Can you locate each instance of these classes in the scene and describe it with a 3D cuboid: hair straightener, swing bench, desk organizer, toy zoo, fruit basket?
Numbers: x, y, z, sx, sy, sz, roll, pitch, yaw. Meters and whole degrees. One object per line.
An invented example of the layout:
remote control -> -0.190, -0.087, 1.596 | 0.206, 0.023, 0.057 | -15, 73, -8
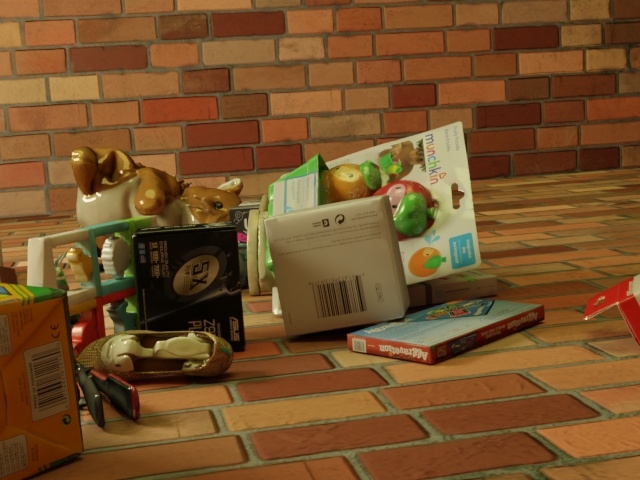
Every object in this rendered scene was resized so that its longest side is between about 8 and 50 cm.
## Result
hair straightener -> -0.289, 0.174, 1.171 | 0.089, 0.047, 0.230 | -9, 13, -27
swing bench -> 0.000, 0.000, 1.888 | 0.253, 0.165, 0.254 | -2, 8, 4
desk organizer -> -0.584, 0.090, 1.693 | 0.130, 0.047, 0.050 | -29, -23, 22
toy zoo -> -0.317, 0.077, 1.372 | 0.030, 0.192, 0.293 | 0, 9, 27
fruit basket -> 0.079, -0.047, 1.651 | 0.353, 0.327, 0.165 | -18, -43, 22

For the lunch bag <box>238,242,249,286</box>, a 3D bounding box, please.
lunch bag -> -0.248, 0.053, 1.878 | 0.176, 0.090, 0.219 | 5, 11, 41

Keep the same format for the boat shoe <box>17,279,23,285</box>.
boat shoe -> -0.570, 0.108, 1.818 | 0.040, 0.049, 0.142 | -38, 15, -5

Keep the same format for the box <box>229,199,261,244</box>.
box -> -0.058, -0.021, 2.138 | 0.247, 0.142, 0.163 | -2, 8, 7

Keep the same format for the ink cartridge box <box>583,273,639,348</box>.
ink cartridge box -> 0.471, 0.073, 1.298 | 0.231, 0.078, 0.134 | -28, -1, 20

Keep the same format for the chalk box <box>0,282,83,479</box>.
chalk box -> -0.410, 0.141, 1.005 | 0.289, 0.180, 0.179 | 1, 9, 37

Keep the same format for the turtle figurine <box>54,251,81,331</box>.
turtle figurine -> -0.391, 0.112, 1.386 | 0.234, 0.118, 0.175 | -34, -12, -50

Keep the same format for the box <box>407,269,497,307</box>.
box -> 0.189, 0.078, 1.702 | 0.186, 0.038, 0.145 | -6, 9, -22

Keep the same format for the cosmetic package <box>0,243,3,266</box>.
cosmetic package -> -0.795, 0.043, 1.936 | 0.230, 0.161, 0.453 | -4, 7, -5

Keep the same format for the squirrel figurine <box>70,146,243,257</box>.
squirrel figurine -> -0.360, -0.080, 2.288 | 0.371, 0.280, 0.397 | 3, 10, -2

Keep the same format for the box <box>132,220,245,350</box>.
box -> -0.187, 0.068, 1.415 | 0.148, 0.180, 0.077 | -3, 6, -5

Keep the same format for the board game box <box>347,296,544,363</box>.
board game box -> 0.185, 0.124, 1.409 | 0.145, 0.027, 0.281 | 5, 12, 43

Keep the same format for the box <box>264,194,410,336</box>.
box -> 0.028, 0.035, 1.469 | 0.181, 0.181, 0.119 | -10, 2, 9

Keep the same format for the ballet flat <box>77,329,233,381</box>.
ballet flat -> -0.217, 0.142, 1.265 | 0.206, 0.073, 0.067 | -5, -24, 2
